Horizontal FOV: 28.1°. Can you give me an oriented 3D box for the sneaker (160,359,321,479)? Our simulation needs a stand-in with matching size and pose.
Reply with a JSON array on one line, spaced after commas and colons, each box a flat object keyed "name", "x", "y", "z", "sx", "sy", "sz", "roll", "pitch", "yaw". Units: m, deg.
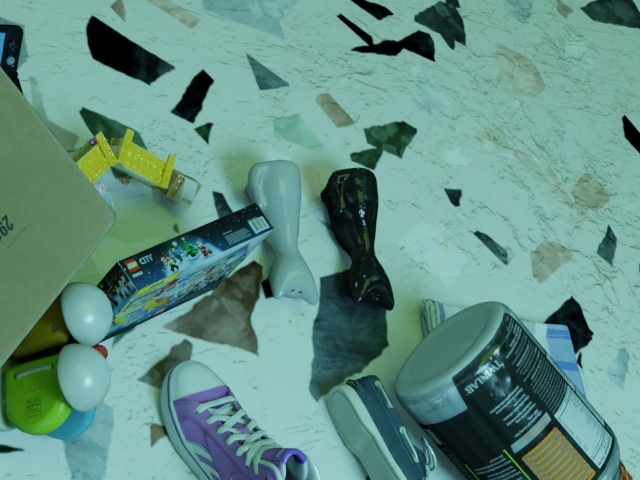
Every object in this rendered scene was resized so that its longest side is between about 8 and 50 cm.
[{"name": "sneaker", "x": -0.079, "y": 0.242, "z": 1.503, "sx": 0.102, "sy": 0.161, "sz": 0.282, "roll": -16, "pitch": 68, "yaw": -41}]

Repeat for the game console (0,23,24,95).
[{"name": "game console", "x": -0.436, "y": -0.218, "z": 1.649, "sx": 0.122, "sy": 0.107, "sz": 0.071, "roll": -6, "pitch": 34, "yaw": -39}]

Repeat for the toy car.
[{"name": "toy car", "x": -0.298, "y": 0.145, "z": 1.446, "sx": 0.136, "sy": 0.159, "sz": 0.182, "roll": 52, "pitch": 27, "yaw": -51}]

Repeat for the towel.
[{"name": "towel", "x": 0.279, "y": 0.197, "z": 1.886, "sx": 0.285, "sy": 0.034, "sz": 0.209, "roll": 12, "pitch": 53, "yaw": -29}]

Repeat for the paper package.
[{"name": "paper package", "x": -0.421, "y": -0.019, "z": 1.314, "sx": 0.325, "sy": 0.168, "sz": 0.309, "roll": -57, "pitch": 129, "yaw": -32}]

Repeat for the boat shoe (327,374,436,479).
[{"name": "boat shoe", "x": 0.100, "y": 0.289, "z": 1.649, "sx": 0.079, "sy": 0.095, "sz": 0.254, "roll": -18, "pitch": 61, "yaw": -31}]

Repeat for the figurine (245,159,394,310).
[{"name": "figurine", "x": 0.000, "y": 0.000, "z": 1.796, "sx": 0.215, "sy": 0.092, "sz": 0.209, "roll": 4, "pitch": 61, "yaw": -33}]

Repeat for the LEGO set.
[{"name": "LEGO set", "x": -0.290, "y": -0.079, "z": 1.656, "sx": 0.287, "sy": 0.107, "sz": 0.132, "roll": -23, "pitch": 109, "yaw": -48}]

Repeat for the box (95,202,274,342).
[{"name": "box", "x": -0.184, "y": 0.043, "z": 1.572, "sx": 0.233, "sy": 0.159, "sz": 0.044, "roll": -25, "pitch": 78, "yaw": -45}]

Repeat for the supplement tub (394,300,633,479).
[{"name": "supplement tub", "x": 0.263, "y": 0.251, "z": 1.697, "sx": 0.316, "sy": 0.193, "sz": 0.193, "roll": 50, "pitch": 43, "yaw": -13}]
